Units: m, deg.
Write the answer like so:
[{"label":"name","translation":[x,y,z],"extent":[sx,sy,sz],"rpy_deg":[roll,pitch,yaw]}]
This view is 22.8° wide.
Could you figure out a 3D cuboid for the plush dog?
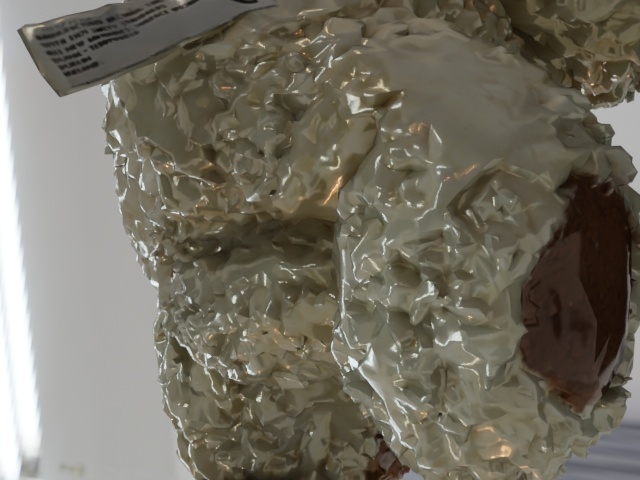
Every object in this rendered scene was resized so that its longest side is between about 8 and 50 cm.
[{"label":"plush dog","translation":[0.000,0.000,0.517],"extent":[0.262,0.210,0.225],"rpy_deg":[-67,-14,-50]}]
